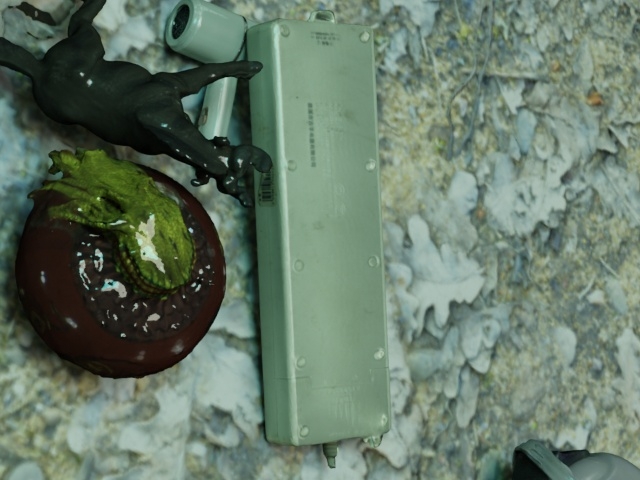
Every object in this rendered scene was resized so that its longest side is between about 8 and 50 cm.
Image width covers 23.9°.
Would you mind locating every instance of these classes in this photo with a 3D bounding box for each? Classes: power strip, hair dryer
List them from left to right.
[{"bbox_3d":[-0.087,-0.119,1.209,0.082,0.047,0.137,18,76,-34],"label":"hair dryer"},{"bbox_3d":[0.000,0.000,1.213,0.106,0.043,0.367,-1,88,-37],"label":"power strip"}]

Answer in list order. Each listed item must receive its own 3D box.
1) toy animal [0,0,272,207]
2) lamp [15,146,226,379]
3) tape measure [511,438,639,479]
[{"bbox_3d":[-0.135,-0.110,1.102,0.233,0.084,0.148,27,21,1],"label":"toy animal"},{"bbox_3d":[-0.136,0.018,1.076,0.157,0.135,0.156,23,66,-33],"label":"lamp"},{"bbox_3d":[0.226,0.278,1.297,0.236,0.120,0.197,40,55,-26],"label":"tape measure"}]
